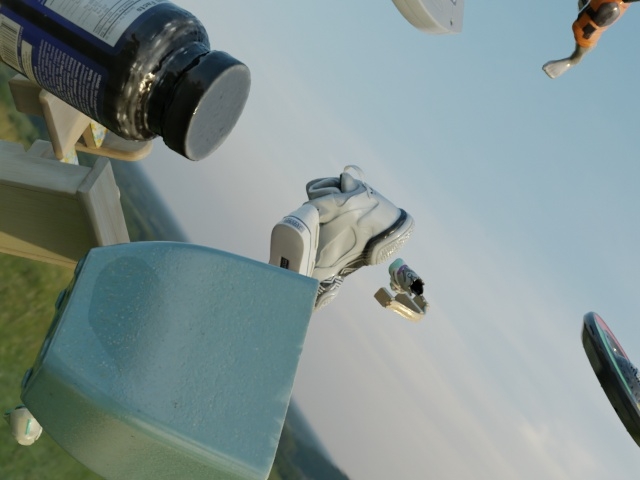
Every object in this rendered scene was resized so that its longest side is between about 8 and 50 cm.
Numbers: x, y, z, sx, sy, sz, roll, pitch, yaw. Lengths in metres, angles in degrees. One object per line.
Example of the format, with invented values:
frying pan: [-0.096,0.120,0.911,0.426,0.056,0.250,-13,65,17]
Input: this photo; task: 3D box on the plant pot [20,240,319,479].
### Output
plant pot: [-0.185,0.138,1.057,0.252,0.247,0.248,26,-33,-15]

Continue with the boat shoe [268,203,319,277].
boat shoe: [-0.046,0.042,1.668,0.095,0.084,0.258,34,-40,11]

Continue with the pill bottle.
pill bottle: [-0.174,-0.161,0.806,0.219,0.123,0.123,32,-13,13]

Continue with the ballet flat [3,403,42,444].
ballet flat: [-0.593,0.370,1.885,0.086,0.086,0.248,57,-19,-1]

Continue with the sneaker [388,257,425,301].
sneaker: [0.141,0.074,1.468,0.069,0.038,0.098,43,-9,27]

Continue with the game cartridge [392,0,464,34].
game cartridge: [0.174,-0.457,1.554,0.294,0.060,0.196,20,71,-62]

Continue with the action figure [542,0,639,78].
action figure: [0.397,-0.413,1.221,0.330,0.178,0.342,-25,-115,54]

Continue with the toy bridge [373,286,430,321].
toy bridge: [0.163,0.122,1.729,0.063,0.026,0.188,49,16,25]

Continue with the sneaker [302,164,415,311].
sneaker: [0.000,0.000,1.973,0.210,0.365,0.137,48,20,-17]

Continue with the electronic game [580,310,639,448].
electronic game: [0.434,0.204,1.325,0.229,0.048,0.229,50,21,-26]

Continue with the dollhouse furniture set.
dollhouse furniture set: [-0.349,-0.167,1.360,0.256,0.394,0.362,12,-41,12]
